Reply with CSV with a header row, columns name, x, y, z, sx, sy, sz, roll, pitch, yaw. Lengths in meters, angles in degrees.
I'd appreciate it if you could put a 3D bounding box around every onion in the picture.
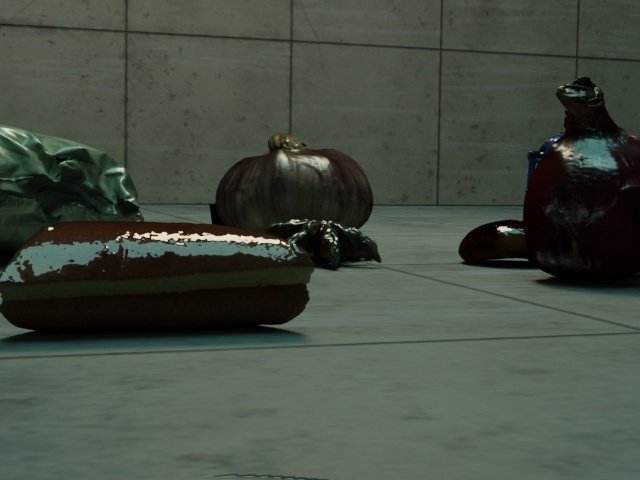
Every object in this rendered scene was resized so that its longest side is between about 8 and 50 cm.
name,x,y,z,sx,sy,sz,roll,pitch,yaw
onion,0.277,-0.055,0.998,0.135,0.198,0.173,10,26,33

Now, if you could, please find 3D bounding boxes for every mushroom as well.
name,x,y,z,sx,sy,sz,roll,pitch,yaw
mushroom,0.218,0.002,1.191,0.123,0.052,0.123,4,1,0

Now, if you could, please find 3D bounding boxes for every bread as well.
name,x,y,z,sx,sy,sz,roll,pitch,yaw
bread,-0.113,0.021,0.675,0.192,0.067,0.119,0,4,-20

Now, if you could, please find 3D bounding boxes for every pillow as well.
name,x,y,z,sx,sy,sz,roll,pitch,yaw
pillow,-0.368,-0.057,1.155,0.283,0.138,0.310,9,-1,-31

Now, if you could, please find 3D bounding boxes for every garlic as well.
name,x,y,z,sx,sy,sz,roll,pitch,yaw
garlic,-0.042,-0.080,1.550,0.245,0.161,0.245,-7,-1,0

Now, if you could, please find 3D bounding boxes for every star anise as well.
name,x,y,z,sx,sy,sz,roll,pitch,yaw
star anise,-0.001,-0.001,1.141,0.141,0.042,0.141,4,8,-1

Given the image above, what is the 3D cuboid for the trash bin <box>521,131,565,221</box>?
name,x,y,z,sx,sy,sz,roll,pitch,yaw
trash bin,0.402,-0.055,1.376,0.184,0.163,0.234,-2,11,-35

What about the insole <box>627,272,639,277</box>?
name,x,y,z,sx,sy,sz,roll,pitch,yaw
insole,0.329,0.033,1.094,0.045,0.002,0.135,4,5,37

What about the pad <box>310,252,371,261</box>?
name,x,y,z,sx,sy,sz,roll,pitch,yaw
pad,-0.116,0.014,1.231,0.269,0.012,0.269,-2,5,-41

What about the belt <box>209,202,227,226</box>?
name,x,y,z,sx,sy,sz,roll,pitch,yaw
belt,-0.130,-0.042,1.746,0.105,0.058,0.140,-4,5,21
